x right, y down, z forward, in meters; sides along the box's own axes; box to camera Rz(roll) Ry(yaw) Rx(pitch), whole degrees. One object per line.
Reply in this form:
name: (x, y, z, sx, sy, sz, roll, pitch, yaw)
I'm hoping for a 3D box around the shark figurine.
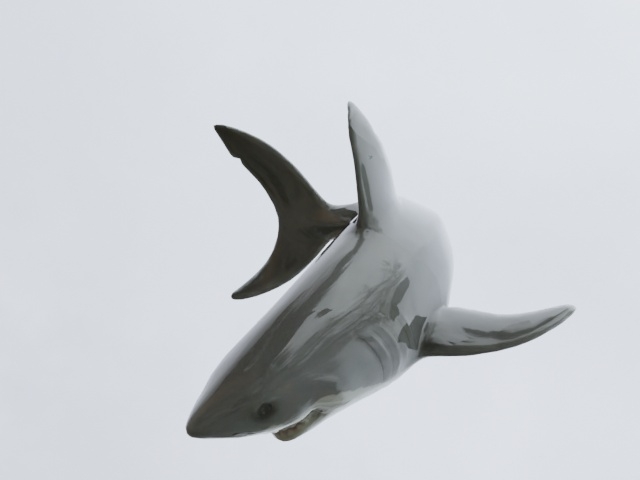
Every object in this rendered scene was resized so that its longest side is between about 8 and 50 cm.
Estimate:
shark figurine: (0.016, -0.012, 0.729, 0.166, 0.278, 0.116, -17, -73, 4)
